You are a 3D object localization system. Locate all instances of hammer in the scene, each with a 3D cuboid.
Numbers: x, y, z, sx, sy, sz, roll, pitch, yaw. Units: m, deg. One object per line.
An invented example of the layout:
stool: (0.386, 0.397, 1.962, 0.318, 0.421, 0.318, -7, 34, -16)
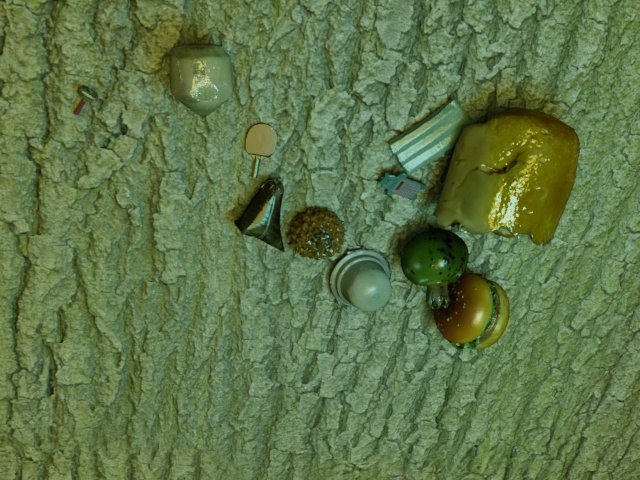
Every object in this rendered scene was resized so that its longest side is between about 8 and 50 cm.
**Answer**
hammer: (-0.613, -0.356, 1.770, 0.053, 0.031, 0.083, 34, 112, -19)

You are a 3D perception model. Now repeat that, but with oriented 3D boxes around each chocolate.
chocolate: (0.134, 0.145, 2.060, 0.221, 0.147, 0.221, -5, 117, -9)

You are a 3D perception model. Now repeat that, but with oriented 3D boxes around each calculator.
calculator: (0.236, -0.161, 2.006, 0.141, 0.019, 0.094, 18, 132, -22)

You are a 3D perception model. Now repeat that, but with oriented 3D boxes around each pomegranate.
pomegranate: (0.341, 0.081, 2.031, 0.202, 0.202, 0.247, -1, 73, -11)

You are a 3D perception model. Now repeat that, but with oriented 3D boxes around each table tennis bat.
table tennis bat: (-0.170, -0.249, 1.910, 0.087, 0.013, 0.156, 6, 109, -16)

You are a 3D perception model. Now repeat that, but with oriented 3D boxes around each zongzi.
zongzi: (-0.124, -0.074, 1.961, 0.184, 0.084, 0.187, 29, 100, -35)

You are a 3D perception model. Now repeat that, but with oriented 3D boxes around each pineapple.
pineapple: (-0.001, -0.003, 1.975, 0.176, 0.137, 0.161, 10, 109, -14)

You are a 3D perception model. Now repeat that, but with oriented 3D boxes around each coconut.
coconut: (-0.301, -0.403, 1.734, 0.171, 0.171, 0.182, -4, 105, -10)

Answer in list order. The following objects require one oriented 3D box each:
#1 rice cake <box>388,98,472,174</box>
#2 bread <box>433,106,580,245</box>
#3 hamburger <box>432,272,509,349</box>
rice cake: (0.320, -0.296, 1.970, 0.237, 0.043, 0.127, -36, 116, 5)
bread: (0.549, -0.173, 1.936, 0.361, 0.250, 0.394, 9, 110, -24)
hamburger: (0.444, 0.214, 2.097, 0.170, 0.246, 0.246, 22, 107, -29)
